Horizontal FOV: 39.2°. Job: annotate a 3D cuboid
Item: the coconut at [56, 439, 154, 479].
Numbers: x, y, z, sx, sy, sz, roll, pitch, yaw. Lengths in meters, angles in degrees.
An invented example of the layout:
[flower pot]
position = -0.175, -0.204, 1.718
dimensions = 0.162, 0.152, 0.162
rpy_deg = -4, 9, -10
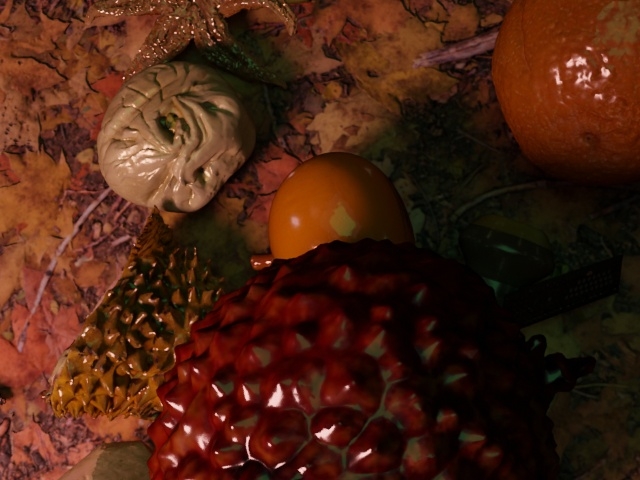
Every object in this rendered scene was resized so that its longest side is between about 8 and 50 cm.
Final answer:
[coconut]
position = -0.252, 0.380, 1.068
dimensions = 0.244, 0.239, 0.239
rpy_deg = -40, 75, -13

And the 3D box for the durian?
[durian]
position = -0.221, 0.130, 1.188
dimensions = 0.196, 0.185, 0.305
rpy_deg = 33, 81, -5

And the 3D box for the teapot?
[teapot]
position = 0.254, 0.039, 1.196
dimensions = 0.166, 0.130, 0.119
rpy_deg = 20, 91, -22

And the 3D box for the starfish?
[starfish]
position = -0.195, -0.332, 1.346
dimensions = 0.302, 0.060, 0.299
rpy_deg = -20, 102, 9

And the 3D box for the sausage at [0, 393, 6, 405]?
[sausage]
position = -0.524, 0.190, 1.249
dimensions = 0.198, 0.025, 0.028
rpy_deg = 21, 121, 9

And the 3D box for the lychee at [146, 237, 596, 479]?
[lychee]
position = 0.066, 0.202, 0.960
dimensions = 0.500, 0.424, 0.424
rpy_deg = -11, 72, -15

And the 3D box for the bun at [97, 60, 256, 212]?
[bun]
position = -0.205, -0.148, 1.264
dimensions = 0.229, 0.145, 0.229
rpy_deg = 0, 82, -2

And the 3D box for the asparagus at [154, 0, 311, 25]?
[asparagus]
position = -0.135, -0.359, 1.384
dimensions = 0.248, 0.025, 0.024
rpy_deg = -9, 115, 1

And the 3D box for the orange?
[orange]
position = 0.391, -0.245, 1.160
dimensions = 0.322, 0.322, 0.357
rpy_deg = 29, 55, 12

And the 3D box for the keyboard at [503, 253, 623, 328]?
[keyboard]
position = 0.317, 0.070, 1.174
dimensions = 0.198, 0.063, 0.010
rpy_deg = -16, 32, -23

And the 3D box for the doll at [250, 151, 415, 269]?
[doll]
position = 0.000, 0.000, 1.185
dimensions = 0.236, 0.213, 0.213
rpy_deg = -22, 73, 12
